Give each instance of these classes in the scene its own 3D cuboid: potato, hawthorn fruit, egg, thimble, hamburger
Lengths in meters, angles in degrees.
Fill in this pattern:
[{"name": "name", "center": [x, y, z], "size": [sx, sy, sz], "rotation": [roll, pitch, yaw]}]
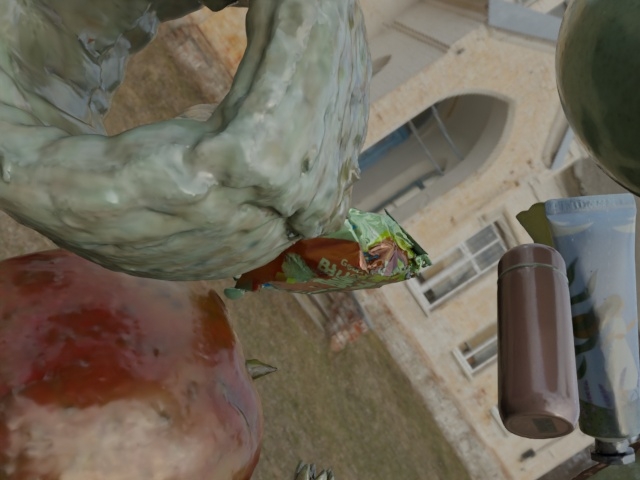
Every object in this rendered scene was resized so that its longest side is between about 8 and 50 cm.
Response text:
[{"name": "potato", "center": [0.423, -0.032, 1.110], "size": [0.120, 0.081, 0.149], "rotation": [96, -26, -51]}, {"name": "hawthorn fruit", "center": [-0.233, 0.201, 0.718], "size": [0.403, 0.403, 0.403], "rotation": [56, 2, -3]}, {"name": "egg", "center": [0.238, -0.112, 0.403], "size": [0.169, 0.169, 0.236], "rotation": [54, 24, -36]}, {"name": "thimble", "center": [-0.101, -0.114, 0.430], "size": [0.291, 0.291, 0.195], "rotation": [57, 3, 16]}, {"name": "hamburger", "center": [-0.007, -0.004, 0.865], "size": [0.260, 0.276, 0.150], "rotation": [6, 75, -43]}]

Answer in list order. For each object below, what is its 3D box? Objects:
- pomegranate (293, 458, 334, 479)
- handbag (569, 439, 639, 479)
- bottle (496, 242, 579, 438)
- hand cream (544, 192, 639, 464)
[{"name": "pomegranate", "center": [-0.041, 0.459, 0.997], "size": [0.187, 0.225, 0.187], "rotation": [20, -14, 5]}, {"name": "handbag", "center": [0.505, 0.378, 0.917], "size": [0.213, 0.235, 0.127], "rotation": [49, 25, 17]}, {"name": "bottle", "center": [0.155, 0.069, 0.466], "size": [0.053, 0.053, 0.140], "rotation": [54, 37, -44]}, {"name": "hand cream", "center": [0.285, 0.089, 0.658], "size": [0.058, 0.091, 0.271], "rotation": [-5, 91, -84]}]
